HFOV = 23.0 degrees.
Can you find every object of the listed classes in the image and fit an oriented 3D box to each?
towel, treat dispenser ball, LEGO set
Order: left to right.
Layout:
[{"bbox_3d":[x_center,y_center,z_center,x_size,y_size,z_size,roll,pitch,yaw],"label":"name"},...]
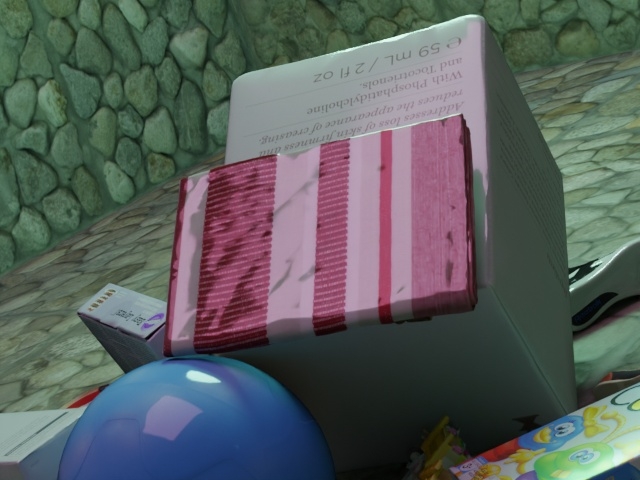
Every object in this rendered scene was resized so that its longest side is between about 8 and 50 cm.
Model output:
[{"bbox_3d":[-0.126,0.261,1.617,0.288,0.288,0.288,-19,14,5],"label":"treat dispenser ball"},{"bbox_3d":[0.000,0.000,1.615,0.329,0.037,0.237,-11,52,18],"label":"towel"},{"bbox_3d":[0.136,0.285,1.636,0.132,0.107,0.287,-52,3,28],"label":"LEGO set"}]

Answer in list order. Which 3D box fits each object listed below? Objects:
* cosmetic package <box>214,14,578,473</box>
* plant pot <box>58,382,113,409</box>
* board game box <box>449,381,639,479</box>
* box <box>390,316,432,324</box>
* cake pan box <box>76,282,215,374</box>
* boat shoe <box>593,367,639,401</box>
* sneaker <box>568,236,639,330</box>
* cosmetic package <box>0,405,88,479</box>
[{"bbox_3d":[0.095,0.013,1.839,0.330,0.327,0.393,-13,51,19],"label":"cosmetic package"},{"bbox_3d":[-0.243,0.276,1.931,0.191,0.174,0.191,-21,17,7],"label":"plant pot"},{"bbox_3d":[0.284,0.236,1.444,0.275,0.144,0.142,-23,15,-9],"label":"board game box"},{"bbox_3d":[0.051,0.001,1.633,0.164,0.021,0.201,-6,53,24],"label":"box"},{"bbox_3d":[-0.173,0.175,1.964,0.070,0.245,0.267,-45,22,-16],"label":"cake pan box"},{"bbox_3d":[0.374,0.166,1.789,0.043,0.049,0.137,-29,12,-39],"label":"boat shoe"},{"bbox_3d":[0.380,0.046,2.157,0.217,0.079,0.121,-27,17,-20],"label":"sneaker"},{"bbox_3d":[-0.335,0.322,1.806,0.225,0.224,0.138,-9,18,39],"label":"cosmetic package"}]
